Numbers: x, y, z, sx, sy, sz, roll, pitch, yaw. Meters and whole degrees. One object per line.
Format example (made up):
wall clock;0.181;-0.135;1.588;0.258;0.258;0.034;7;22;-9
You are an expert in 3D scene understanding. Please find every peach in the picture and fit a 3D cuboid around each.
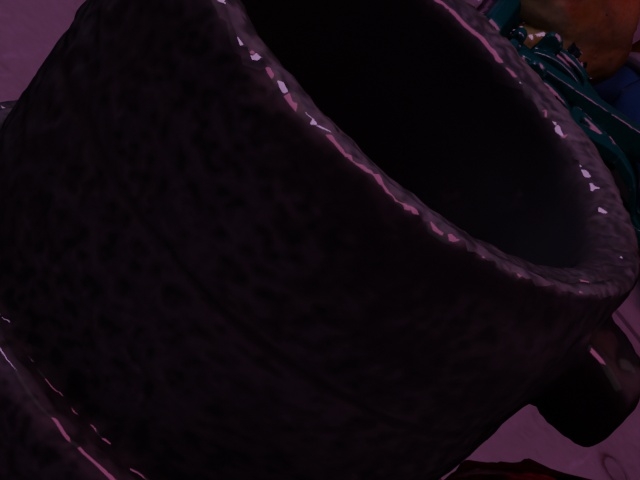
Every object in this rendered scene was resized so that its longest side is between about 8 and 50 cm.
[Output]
peach;0.200;-0.223;1.382;0.214;0.214;0.235;54;25;14

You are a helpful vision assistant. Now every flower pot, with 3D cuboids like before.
flower pot;-0.029;0.029;0.640;0.299;0.283;0.299;34;26;-19

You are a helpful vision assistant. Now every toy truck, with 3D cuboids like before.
toy truck;0.138;-0.102;1.172;0.363;0.178;0.176;42;27;-2

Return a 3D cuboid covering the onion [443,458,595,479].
onion;0.148;0.209;0.713;0.252;0.219;0.252;37;22;-18

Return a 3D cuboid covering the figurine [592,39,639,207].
figurine;0.386;-0.120;1.498;0.298;0.243;0.416;43;42;1
